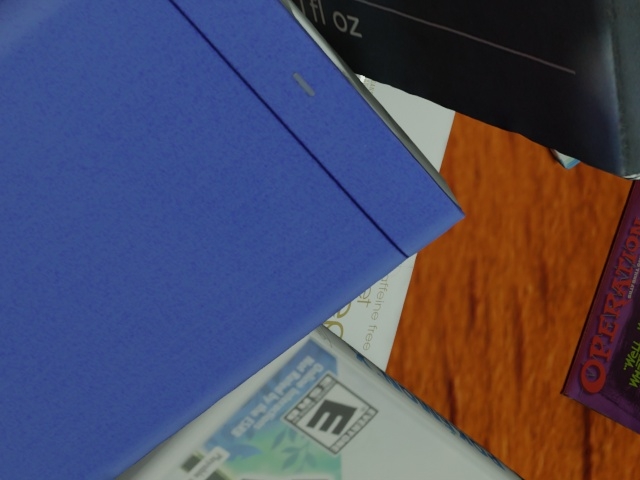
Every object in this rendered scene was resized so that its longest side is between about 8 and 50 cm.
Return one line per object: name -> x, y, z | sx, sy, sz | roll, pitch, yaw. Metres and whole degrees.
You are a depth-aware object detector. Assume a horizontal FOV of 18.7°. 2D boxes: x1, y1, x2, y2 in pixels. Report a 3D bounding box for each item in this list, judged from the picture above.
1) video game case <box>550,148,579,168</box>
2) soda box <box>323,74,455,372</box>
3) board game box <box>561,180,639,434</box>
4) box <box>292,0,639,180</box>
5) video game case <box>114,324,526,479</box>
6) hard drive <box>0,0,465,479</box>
video game case -> 0.146, -0.129, 1.031 | 0.119, 0.015, 0.166 | -35, 128, -2
soda box -> 0.000, 0.000, 0.945 | 0.069, 0.074, 0.216 | 5, 104, -40
board game box -> 0.266, -0.039, 1.058 | 0.056, 0.208, 0.347 | 10, 101, -42
box -> 0.069, -0.269, 0.745 | 0.212, 0.293, 0.395 | -28, 123, -28
video game case -> -0.044, 0.212, 0.959 | 0.329, 0.036, 0.300 | -45, 132, 6
hard drive -> -0.126, 0.016, 0.777 | 0.318, 0.040, 0.210 | -37, 127, 9
